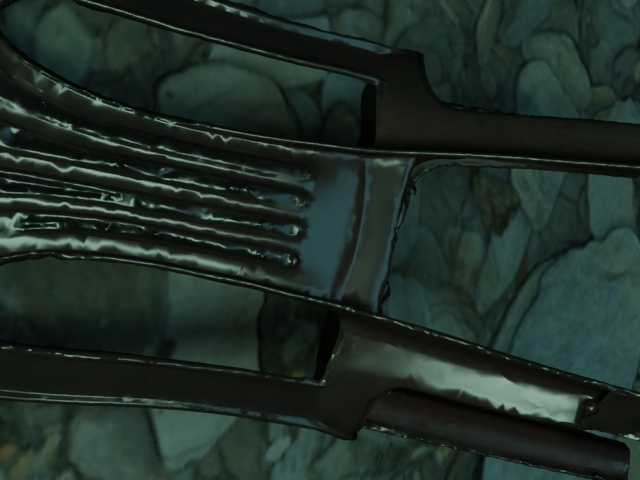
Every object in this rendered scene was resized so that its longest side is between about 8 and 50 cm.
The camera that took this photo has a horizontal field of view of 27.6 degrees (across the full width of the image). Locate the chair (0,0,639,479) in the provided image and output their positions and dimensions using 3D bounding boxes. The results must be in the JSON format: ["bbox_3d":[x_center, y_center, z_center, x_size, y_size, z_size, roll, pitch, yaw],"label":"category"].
[{"bbox_3d":[0.000,0.000,0.543,0.327,0.183,0.175,12,85,0],"label":"chair"}]
